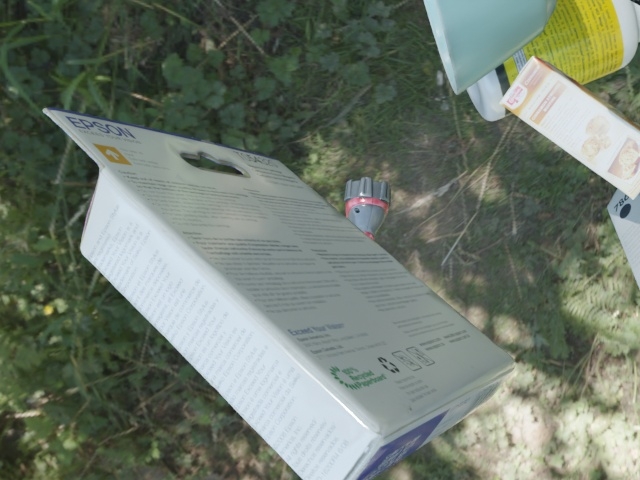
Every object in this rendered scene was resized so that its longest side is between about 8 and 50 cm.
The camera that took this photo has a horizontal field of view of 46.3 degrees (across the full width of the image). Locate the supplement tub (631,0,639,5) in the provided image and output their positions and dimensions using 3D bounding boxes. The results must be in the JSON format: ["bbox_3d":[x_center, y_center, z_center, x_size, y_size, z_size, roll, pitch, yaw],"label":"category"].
[{"bbox_3d":[0.263,-0.217,0.526,0.190,0.117,0.117,39,114,18],"label":"supplement tub"}]

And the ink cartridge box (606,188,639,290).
[{"bbox_3d":[0.460,0.023,0.928,0.165,0.333,0.065,24,126,-10],"label":"ink cartridge box"}]

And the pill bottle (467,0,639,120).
[{"bbox_3d":[0.402,-0.346,1.255,0.333,0.188,0.188,-22,92,7],"label":"pill bottle"}]

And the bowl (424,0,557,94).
[{"bbox_3d":[0.220,-0.375,1.032,0.163,0.311,0.312,-16,95,9],"label":"bowl"}]

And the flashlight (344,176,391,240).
[{"bbox_3d":[0.091,0.024,1.571,0.103,0.103,0.304,-7,70,36],"label":"flashlight"}]

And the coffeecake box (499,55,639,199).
[{"bbox_3d":[0.318,-0.137,0.890,0.185,0.142,0.068,39,113,13],"label":"coffeecake box"}]

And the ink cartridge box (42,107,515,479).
[{"bbox_3d":[-0.022,0.032,0.606,0.330,0.324,0.071,40,106,23],"label":"ink cartridge box"}]
